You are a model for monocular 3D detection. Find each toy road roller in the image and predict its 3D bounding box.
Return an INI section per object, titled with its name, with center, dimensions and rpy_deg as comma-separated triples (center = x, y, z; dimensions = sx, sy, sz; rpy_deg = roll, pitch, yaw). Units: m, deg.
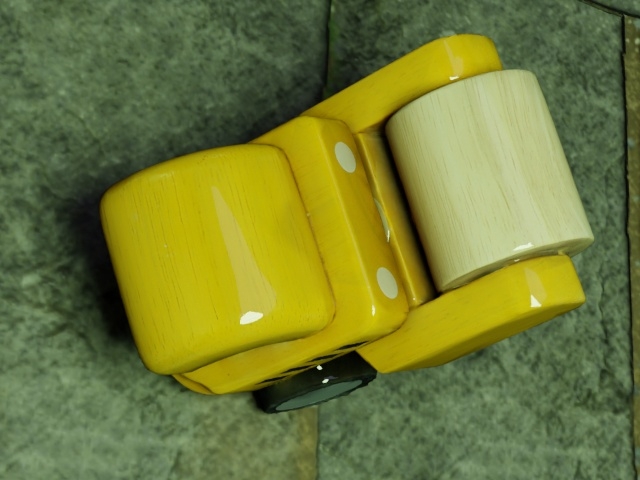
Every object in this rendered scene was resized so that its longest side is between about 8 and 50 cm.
[toy road roller]
center = 0.000, 0.000, 1.165
dimensions = 0.240, 0.329, 0.202
rpy_deg = -1, 69, -55
